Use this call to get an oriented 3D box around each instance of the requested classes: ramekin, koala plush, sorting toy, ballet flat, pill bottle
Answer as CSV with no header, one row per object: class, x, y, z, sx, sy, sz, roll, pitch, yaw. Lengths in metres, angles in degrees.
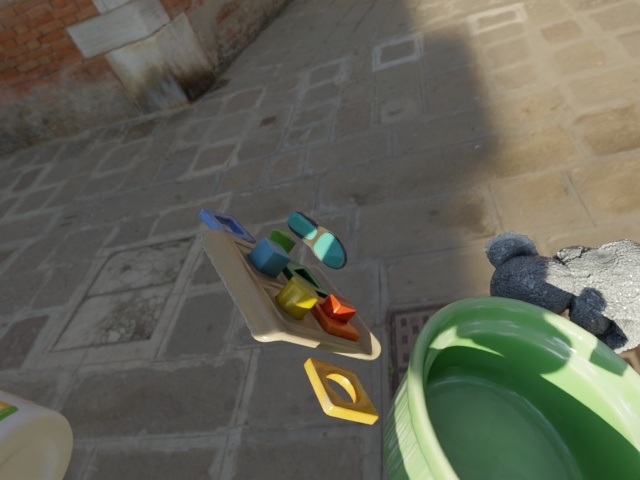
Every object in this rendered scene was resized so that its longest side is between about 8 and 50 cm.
ramekin,0.217,0.224,0.490,0.303,0.148,0.304,10,41,-9
koala plush,0.370,0.074,0.696,0.221,0.203,0.197,8,65,-1
sorting toy,-0.024,0.056,0.525,0.047,0.195,0.348,-53,47,14
ballet flat,0.000,0.000,1.103,0.074,0.074,0.203,-40,63,-17
pill bottle,-0.407,0.211,0.466,0.245,0.136,0.136,13,51,15
